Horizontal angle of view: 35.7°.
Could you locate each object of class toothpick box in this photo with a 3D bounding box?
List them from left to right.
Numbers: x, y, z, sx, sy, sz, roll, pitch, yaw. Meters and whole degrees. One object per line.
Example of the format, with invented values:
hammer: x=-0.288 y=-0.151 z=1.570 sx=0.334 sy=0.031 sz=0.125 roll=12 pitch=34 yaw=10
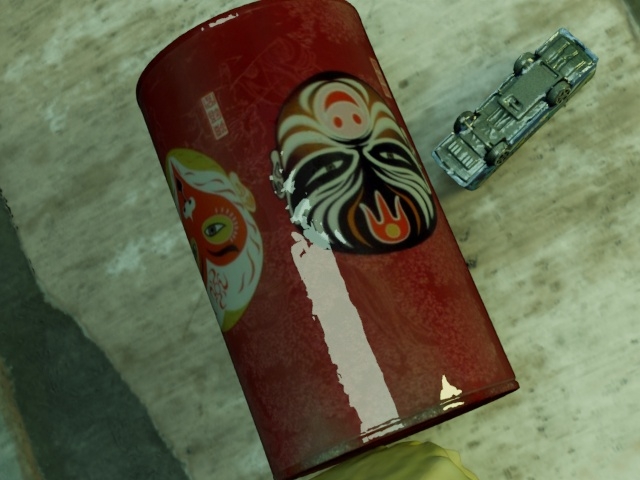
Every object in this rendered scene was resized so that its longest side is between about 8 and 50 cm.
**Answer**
toothpick box: x=0.000 y=0.000 z=0.793 sx=0.204 sy=0.204 sz=0.333 roll=-24 pitch=76 yaw=12

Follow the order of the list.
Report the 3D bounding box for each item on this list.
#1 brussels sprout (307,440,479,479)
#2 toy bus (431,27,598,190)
brussels sprout: x=0.060 y=0.313 z=0.697 sx=0.344 sy=0.268 sz=0.344 roll=-1 pitch=93 yaw=-24
toy bus: x=0.163 y=-0.106 z=0.832 sx=0.153 sy=0.061 sz=0.051 roll=-45 pitch=71 yaw=5
